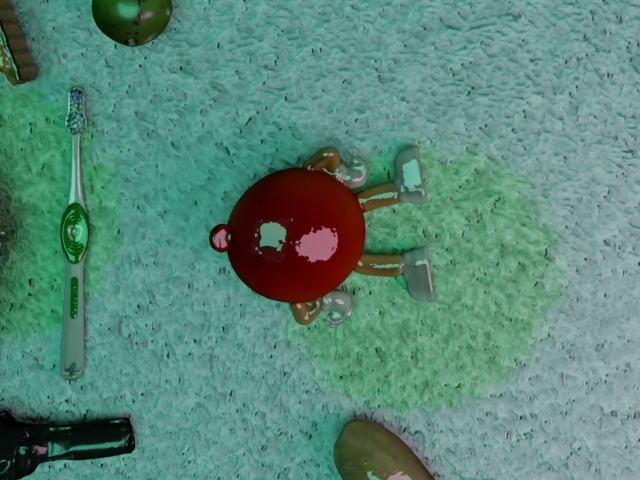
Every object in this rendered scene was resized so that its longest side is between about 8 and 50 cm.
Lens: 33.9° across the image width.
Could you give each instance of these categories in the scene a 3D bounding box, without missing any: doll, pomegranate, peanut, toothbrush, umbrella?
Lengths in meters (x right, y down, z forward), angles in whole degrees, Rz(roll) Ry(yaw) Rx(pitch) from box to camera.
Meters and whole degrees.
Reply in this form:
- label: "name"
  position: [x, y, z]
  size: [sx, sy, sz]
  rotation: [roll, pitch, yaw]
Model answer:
- label: "doll"
  position: [0.000, 0.000, 1.009]
  size: [0.217, 0.085, 0.183]
  rotation: [-9, 105, -13]
- label: "pomegranate"
  position: [-0.179, -0.222, 0.974]
  size: [0.073, 0.073, 0.084]
  rotation: [-37, 63, 10]
- label: "peanut"
  position: [0.071, 0.246, 1.066]
  size: [0.076, 0.076, 0.152]
  rotation: [-39, 94, 10]
- label: "toothbrush"
  position: [-0.246, -0.001, 1.048]
  size: [0.030, 0.030, 0.304]
  rotation: [5, 106, 1]
- label: "umbrella"
  position: [-0.362, 0.222, 1.074]
  size: [0.340, 0.118, 0.118]
  rotation: [-7, 103, -5]

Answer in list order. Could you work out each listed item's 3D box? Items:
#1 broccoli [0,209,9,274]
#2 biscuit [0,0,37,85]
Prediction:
- label: "broccoli"
  position: [-0.468, 0.016, 0.951]
  size: [0.281, 0.293, 0.347]
  rotation: [21, 94, 36]
- label: "biscuit"
  position: [-0.352, -0.317, 0.943]
  size: [0.054, 0.094, 0.378]
  rotation: [-18, 102, 1]
